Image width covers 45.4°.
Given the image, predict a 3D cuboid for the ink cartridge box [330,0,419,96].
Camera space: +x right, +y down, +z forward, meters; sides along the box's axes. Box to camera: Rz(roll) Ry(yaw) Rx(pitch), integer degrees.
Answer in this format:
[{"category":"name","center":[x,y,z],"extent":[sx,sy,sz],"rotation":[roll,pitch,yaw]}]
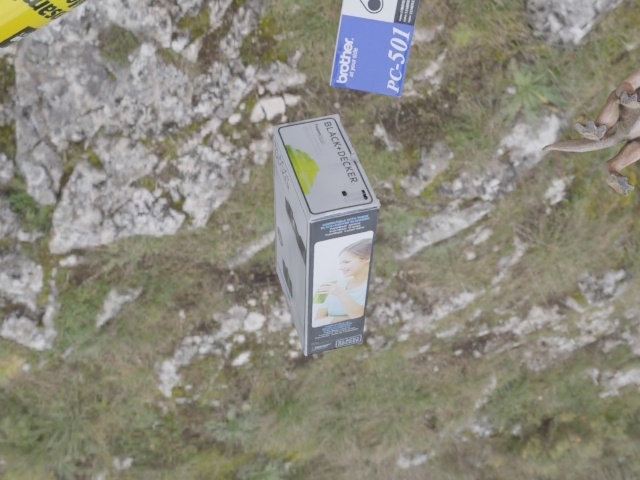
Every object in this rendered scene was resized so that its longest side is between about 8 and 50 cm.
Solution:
[{"category":"ink cartridge box","center":[0.076,-0.298,0.990],"extent":[0.097,0.046,0.207],"rotation":[9,111,-2]}]

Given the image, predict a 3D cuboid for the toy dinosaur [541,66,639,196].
[{"category":"toy dinosaur","center":[0.415,-0.182,0.932],"extent":[0.127,0.200,0.296],"rotation":[39,146,-5]}]

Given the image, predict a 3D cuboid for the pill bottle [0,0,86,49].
[{"category":"pill bottle","center":[-0.327,-0.314,0.790],"extent":[0.334,0.187,0.188],"rotation":[-27,131,7]}]

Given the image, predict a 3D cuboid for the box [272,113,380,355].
[{"category":"box","center":[0.000,0.000,1.001],"extent":[0.087,0.169,0.289],"rotation":[-12,143,-12]}]
